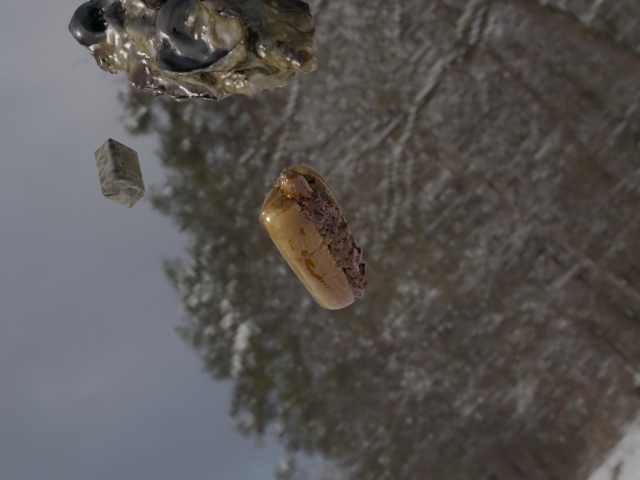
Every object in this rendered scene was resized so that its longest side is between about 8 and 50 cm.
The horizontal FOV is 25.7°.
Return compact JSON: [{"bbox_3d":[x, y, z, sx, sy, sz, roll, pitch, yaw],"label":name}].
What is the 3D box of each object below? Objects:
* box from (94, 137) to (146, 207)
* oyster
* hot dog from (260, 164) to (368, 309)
[{"bbox_3d":[-0.304,-0.102,2.127,0.045,0.098,0.062,-41,-47,24],"label":"box"},{"bbox_3d":[-0.159,-0.256,1.694,0.221,0.361,0.096,-56,-34,9],"label":"oyster"},{"bbox_3d":[0.000,0.000,1.685,0.102,0.076,0.249,-60,-36,-25],"label":"hot dog"}]
